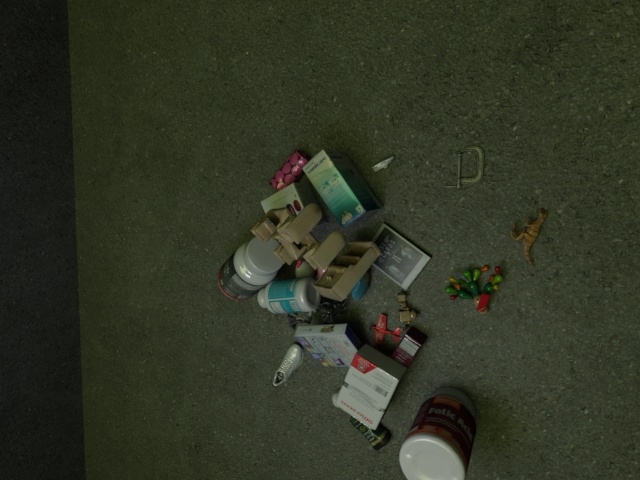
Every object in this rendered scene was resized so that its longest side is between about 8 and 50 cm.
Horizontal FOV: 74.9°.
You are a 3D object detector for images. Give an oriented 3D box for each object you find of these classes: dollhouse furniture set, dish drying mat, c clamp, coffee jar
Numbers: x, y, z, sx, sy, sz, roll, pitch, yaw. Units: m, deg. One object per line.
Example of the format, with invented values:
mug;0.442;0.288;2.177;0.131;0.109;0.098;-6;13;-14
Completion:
dollhouse furniture set;0.000;0.000;1.583;0.394;0.256;0.362;48;161;-19
dish drying mat;0.600;0.230;1.539;0.032;0.008;0.083;7;125;5
c clamp;0.531;-0.269;1.543;0.137;0.022;0.160;10;104;26
coffee jar;0.224;0.846;1.880;0.184;0.079;0.096;45;116;13

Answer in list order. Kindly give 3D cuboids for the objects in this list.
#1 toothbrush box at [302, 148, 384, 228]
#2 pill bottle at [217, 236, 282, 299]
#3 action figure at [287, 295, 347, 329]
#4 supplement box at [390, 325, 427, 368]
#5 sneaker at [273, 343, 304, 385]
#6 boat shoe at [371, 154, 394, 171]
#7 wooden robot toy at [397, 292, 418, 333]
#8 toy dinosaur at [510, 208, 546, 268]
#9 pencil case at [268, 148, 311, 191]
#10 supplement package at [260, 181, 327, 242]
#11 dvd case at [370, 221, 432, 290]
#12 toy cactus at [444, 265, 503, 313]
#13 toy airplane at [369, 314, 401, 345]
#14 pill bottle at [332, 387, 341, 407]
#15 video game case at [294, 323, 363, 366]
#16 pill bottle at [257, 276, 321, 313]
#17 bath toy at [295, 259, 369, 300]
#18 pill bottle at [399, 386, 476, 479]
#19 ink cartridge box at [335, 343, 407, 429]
toothbrush box;0.094;-0.211;1.674;0.126;0.216;0.295;-39;80;27
pill bottle;-0.314;0.124;1.890;0.210;0.210;0.363;59;141;6
action figure;0.002;0.318;1.849;0.276;0.163;0.140;-10;139;22
supplement box;0.354;0.461;1.726;0.081;0.104;0.188;33;112;20
sneaker;-0.157;0.606;2.028;0.090;0.095;0.234;31;111;21
boat shoe;0.255;-0.306;1.678;0.100;0.035;0.035;-27;113;25
wooden robot toy;0.361;0.298;1.720;0.079;0.076;0.173;-6;90;5
toy dinosaur;0.726;-0.010;1.466;0.113;0.064;0.211;19;108;22
pencil case;-0.134;-0.309;1.850;0.209;0.095;0.098;-44;62;25
supplement package;-0.116;-0.123;1.838;0.194;0.149;0.203;-27;86;29
dvd case;0.308;0.065;1.719;0.239;0.030;0.179;38;114;16
toy cactus;0.586;0.193;1.566;0.219;0.112;0.180;-23;99;19
toy airplane;0.282;0.389;1.793;0.151;0.028;0.151;6;104;27
pill bottle;0.140;0.702;1.888;0.170;0.094;0.094;-28;86;29
video game case;0.058;0.462;1.825;0.245;0.061;0.269;-10;132;28
pill bottle;-0.141;0.239;1.800;0.264;0.146;0.146;-9;95;32
bath toy;0.035;0.146;1.819;0.349;0.151;0.128;10;141;30
pill bottle;0.454;0.723;1.557;0.224;0.392;0.223;5;102;26
ink cartridge box;0.203;0.597;1.710;0.197;0.114;0.272;28;113;22
